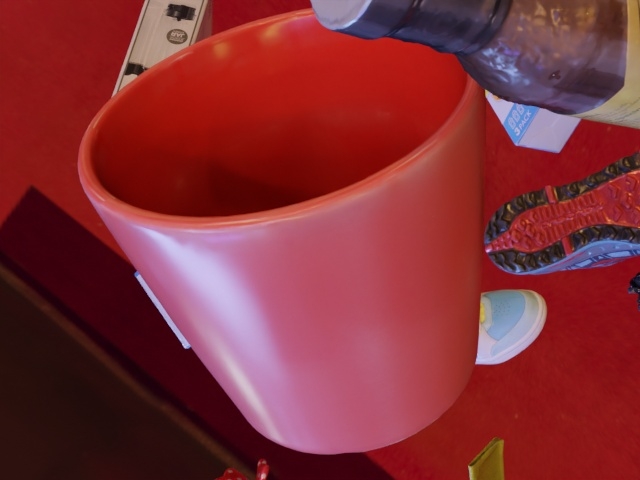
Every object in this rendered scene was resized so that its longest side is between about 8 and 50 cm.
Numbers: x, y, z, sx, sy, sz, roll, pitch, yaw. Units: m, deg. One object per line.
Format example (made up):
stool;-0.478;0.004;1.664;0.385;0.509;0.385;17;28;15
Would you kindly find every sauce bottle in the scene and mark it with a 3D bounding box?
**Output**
sauce bottle;0.157;-0.121;0.538;0.345;0.111;0.111;2;86;-32

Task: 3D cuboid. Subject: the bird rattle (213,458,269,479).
bird rattle;-0.061;0.440;1.391;0.143;0.207;0.253;-42;68;-7

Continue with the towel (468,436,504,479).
towel;0.280;0.448;1.562;0.021;0.102;0.237;5;112;35

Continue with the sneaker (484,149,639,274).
sneaker;0.310;-0.027;1.007;0.262;0.125;0.104;-11;79;25

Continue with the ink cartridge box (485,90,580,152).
ink cartridge box;0.221;-0.193;1.021;0.181;0.062;0.104;-109;35;-43

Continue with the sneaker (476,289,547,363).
sneaker;0.212;0.138;1.651;0.319;0.208;0.127;-24;52;36

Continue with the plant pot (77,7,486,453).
plant pot;0.000;0.000;0.679;0.275;0.275;0.243;-9;126;11

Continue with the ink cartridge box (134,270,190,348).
ink cartridge box;-0.167;0.045;1.686;0.233;0.171;0.168;-35;90;-37

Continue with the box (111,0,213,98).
box;-0.228;-0.214;1.363;0.087;0.169;0.289;12;64;-2

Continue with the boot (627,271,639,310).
boot;0.391;0.084;1.054;0.045;0.121;0.099;-38;55;29
